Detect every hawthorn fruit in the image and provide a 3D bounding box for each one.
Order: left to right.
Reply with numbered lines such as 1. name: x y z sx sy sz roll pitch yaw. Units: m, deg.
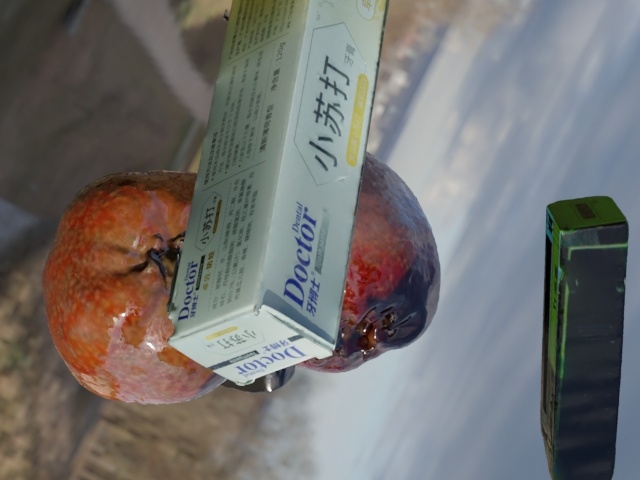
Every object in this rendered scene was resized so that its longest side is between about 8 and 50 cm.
1. hawthorn fruit: -0.155 0.045 1.673 0.210 0.210 0.262 -63 -164 -17
2. hawthorn fruit: 0.000 0.000 1.380 0.169 0.169 0.188 116 -40 -51

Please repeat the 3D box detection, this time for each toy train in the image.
1. toy train: 0.162 0.071 1.182 0.042 0.044 0.209 -109 -165 -57

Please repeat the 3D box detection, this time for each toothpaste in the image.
1. toothpaste: -0.021 -0.070 1.125 0.089 0.071 0.312 -22 -133 41

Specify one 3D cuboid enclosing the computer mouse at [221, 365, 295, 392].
1. computer mouse: -0.067 0.042 1.971 0.088 0.147 0.264 -9 124 -64
